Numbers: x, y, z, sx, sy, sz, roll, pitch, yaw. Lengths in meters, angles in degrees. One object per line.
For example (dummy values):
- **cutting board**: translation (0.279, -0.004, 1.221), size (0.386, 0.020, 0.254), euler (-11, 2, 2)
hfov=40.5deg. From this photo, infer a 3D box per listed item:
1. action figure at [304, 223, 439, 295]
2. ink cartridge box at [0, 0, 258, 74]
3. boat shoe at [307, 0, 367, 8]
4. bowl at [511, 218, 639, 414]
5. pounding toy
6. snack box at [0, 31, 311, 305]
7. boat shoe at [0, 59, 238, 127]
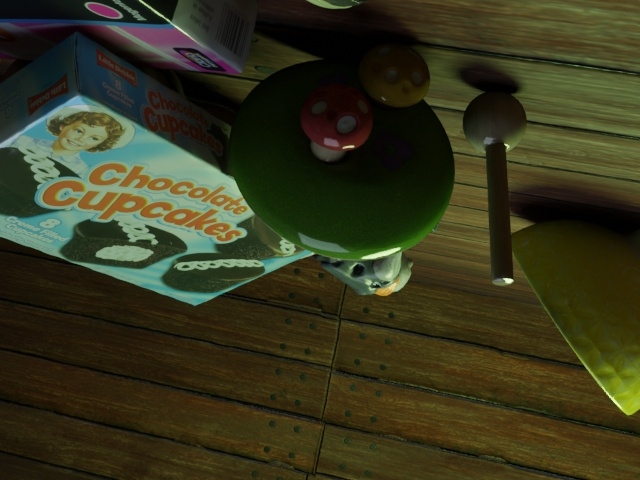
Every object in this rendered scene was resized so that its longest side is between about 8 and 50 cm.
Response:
- **action figure**: translation (0.000, 0.000, 1.371), size (0.330, 0.179, 0.341), euler (25, 166, -26)
- **ink cartridge box**: translation (-0.245, -0.186, 0.617), size (0.370, 0.069, 0.175), euler (11, 175, 26)
- **boat shoe**: translation (0.005, -0.156, 0.424), size (0.049, 0.056, 0.152), euler (15, 176, 24)
- **bowl**: translation (0.399, 0.072, 1.175), size (0.156, 0.290, 0.289), euler (-36, 156, 15)
- **pounding toy**: translation (0.054, -0.083, 0.652), size (0.236, 0.183, 0.110), euler (12, 148, -7)
- **snack box**: translation (-0.145, -0.037, 0.727), size (0.187, 0.060, 0.322), euler (-25, 150, 26)
- **boat shoe**: translation (-0.173, -0.113, 0.830), size (0.123, 0.116, 0.324), euler (50, -148, 20)
